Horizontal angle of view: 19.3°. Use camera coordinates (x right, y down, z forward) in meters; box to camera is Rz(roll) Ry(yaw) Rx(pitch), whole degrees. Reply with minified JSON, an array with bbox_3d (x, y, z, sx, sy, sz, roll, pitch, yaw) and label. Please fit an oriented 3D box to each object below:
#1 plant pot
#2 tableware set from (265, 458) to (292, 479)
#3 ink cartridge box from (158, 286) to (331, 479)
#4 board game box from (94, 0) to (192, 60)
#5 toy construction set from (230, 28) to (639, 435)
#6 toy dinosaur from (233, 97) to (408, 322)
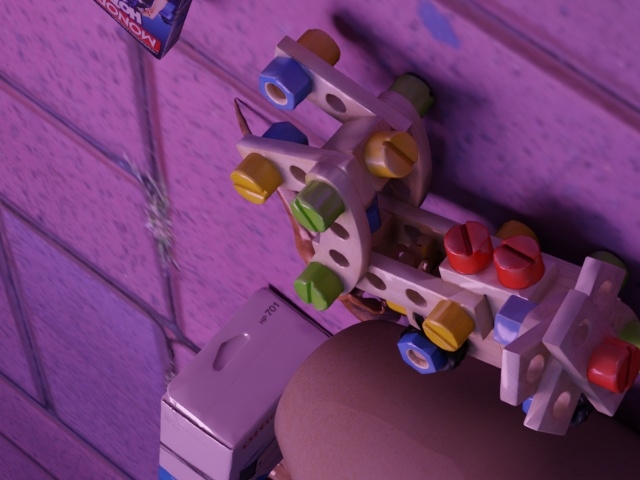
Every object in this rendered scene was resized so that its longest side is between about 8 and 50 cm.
[{"bbox_3d":[0.099,0.185,1.343,0.274,0.256,0.256,42,159,36],"label":"plant pot"},{"bbox_3d":[-0.044,0.244,1.873,0.128,0.039,0.194,35,154,21],"label":"tableware set"},{"bbox_3d":[-0.068,0.147,1.629,0.082,0.139,0.191,37,155,12],"label":"ink cartridge box"},{"bbox_3d":[-0.153,-0.222,1.269,0.194,0.060,0.194,43,157,3],"label":"board game box"},{"bbox_3d":[0.093,0.012,1.169,0.327,0.151,0.215,38,158,41],"label":"toy construction set"},{"bbox_3d":[0.000,0.000,1.380,0.112,0.064,0.211,12,140,53],"label":"toy dinosaur"}]
